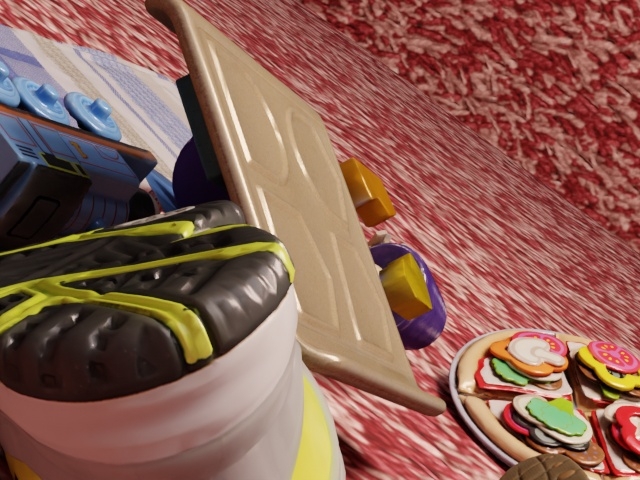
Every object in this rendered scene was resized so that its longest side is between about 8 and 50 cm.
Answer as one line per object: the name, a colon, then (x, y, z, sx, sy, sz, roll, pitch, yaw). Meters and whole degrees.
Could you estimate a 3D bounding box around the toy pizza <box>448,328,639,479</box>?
toy pizza: (0.193, 0.118, 1.173, 0.201, 0.032, 0.201, 12, 30, -7)

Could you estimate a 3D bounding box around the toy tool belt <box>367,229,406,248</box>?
toy tool belt: (0.060, 0.022, 1.322, 0.083, 0.051, 0.052, 23, 17, -46)

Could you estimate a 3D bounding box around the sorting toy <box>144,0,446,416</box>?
sorting toy: (0.000, 0.000, 0.928, 0.229, 0.041, 0.307, 67, 13, 20)

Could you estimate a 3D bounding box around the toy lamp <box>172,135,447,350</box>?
toy lamp: (0.006, 0.008, 1.102, 0.080, 0.080, 0.274, 45, 5, 38)

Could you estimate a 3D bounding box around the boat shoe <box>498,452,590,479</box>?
boat shoe: (0.145, 0.187, 0.926, 0.060, 0.064, 0.178, 64, 2, -24)

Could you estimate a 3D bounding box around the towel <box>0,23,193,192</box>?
towel: (-0.146, -0.085, 1.223, 0.209, 0.034, 0.285, 45, 17, 29)

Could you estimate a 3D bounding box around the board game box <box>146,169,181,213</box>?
board game box: (-0.071, 0.018, 1.023, 0.133, 0.033, 0.169, 42, 6, -28)

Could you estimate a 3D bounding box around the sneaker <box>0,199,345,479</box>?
sneaker: (-0.077, 0.069, 0.652, 0.385, 0.145, 0.147, -135, -150, -81)

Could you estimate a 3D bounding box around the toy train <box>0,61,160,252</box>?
toy train: (-0.161, -0.039, 0.913, 0.105, 0.080, 0.184, 51, 16, 25)
